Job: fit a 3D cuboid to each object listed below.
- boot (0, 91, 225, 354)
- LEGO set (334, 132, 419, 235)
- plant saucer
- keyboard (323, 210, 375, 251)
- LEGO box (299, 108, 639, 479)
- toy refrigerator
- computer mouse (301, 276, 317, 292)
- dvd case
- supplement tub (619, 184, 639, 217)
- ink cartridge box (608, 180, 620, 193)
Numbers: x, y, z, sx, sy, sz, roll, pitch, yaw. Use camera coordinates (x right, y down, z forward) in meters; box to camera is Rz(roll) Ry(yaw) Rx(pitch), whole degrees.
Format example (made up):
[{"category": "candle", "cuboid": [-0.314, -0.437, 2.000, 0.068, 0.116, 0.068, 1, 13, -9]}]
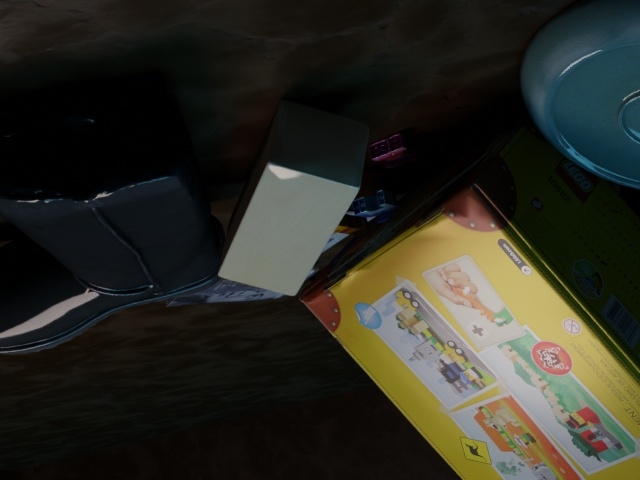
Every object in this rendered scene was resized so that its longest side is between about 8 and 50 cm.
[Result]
[{"category": "boot", "cuboid": [-0.295, -0.003, 1.224, 0.367, 0.146, 0.445, -20, 169, -3]}, {"category": "LEGO set", "cuboid": [0.042, -0.051, 1.425, 0.227, 0.087, 0.093, -20, 163, 34]}, {"category": "plant saucer", "cuboid": [0.360, -0.136, 1.148, 0.317, 0.044, 0.318, 13, 152, 7]}, {"category": "keyboard", "cuboid": [0.000, 0.000, 1.725, 0.072, 0.014, 0.256, -8, 166, -32]}, {"category": "LEGO box", "cuboid": [0.277, 0.140, 1.402, 0.193, 0.500, 0.372, -46, -174, -40]}, {"category": "toy refrigerator", "cuboid": [-0.036, -0.043, 1.275, 0.102, 0.094, 0.269, 15, 150, -9]}, {"category": "computer mouse", "cuboid": [0.120, 0.073, 1.980, 0.272, 0.072, 0.188, 17, 152, -37]}, {"category": "dvd case", "cuboid": [-0.133, 0.076, 1.884, 0.221, 0.018, 0.164, -4, 163, -26]}, {"category": "supplement tub", "cuboid": [0.549, -0.092, 1.445, 0.193, 0.194, 0.316, -5, 164, -22]}, {"category": "ink cartridge box", "cuboid": [0.434, 0.003, 1.737, 0.127, 0.175, 0.072, -25, 160, 39]}]
